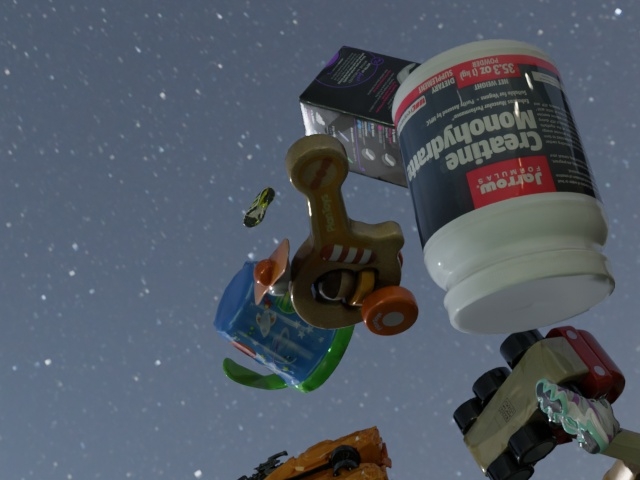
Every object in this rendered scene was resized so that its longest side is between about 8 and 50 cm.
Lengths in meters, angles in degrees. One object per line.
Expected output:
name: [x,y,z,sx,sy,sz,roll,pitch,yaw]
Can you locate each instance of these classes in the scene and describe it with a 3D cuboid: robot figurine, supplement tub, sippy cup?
robot figurine: [-0.030,0.391,1.331,0.291,0.211,0.085,-25,-73,6]
supplement tub: [0.191,-0.056,0.937,0.191,0.272,0.191,-9,-24,-4]
sippy cup: [-0.081,0.156,1.765,0.224,0.240,0.305,29,-100,-20]

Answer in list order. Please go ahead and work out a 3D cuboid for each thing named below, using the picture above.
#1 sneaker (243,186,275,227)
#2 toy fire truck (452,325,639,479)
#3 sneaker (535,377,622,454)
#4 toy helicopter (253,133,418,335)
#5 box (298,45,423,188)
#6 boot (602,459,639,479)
sneaker: [-0.105,-0.058,1.535,0.031,0.035,0.083,35,-80,-11]
toy fire truck: [0.337,0.224,1.150,0.246,0.158,0.217,-4,-45,-31]
sneaker: [0.287,0.181,0.967,0.069,0.098,0.038,-26,-23,-36]
toy helicopter: [0.000,0.000,1.242,0.235,0.140,0.355,-12,-46,1]
box: [0.123,-0.202,1.489,0.165,0.270,0.143,-54,-29,-33]
boot: [0.584,0.507,1.489,0.104,0.295,0.211,-18,-47,-18]
